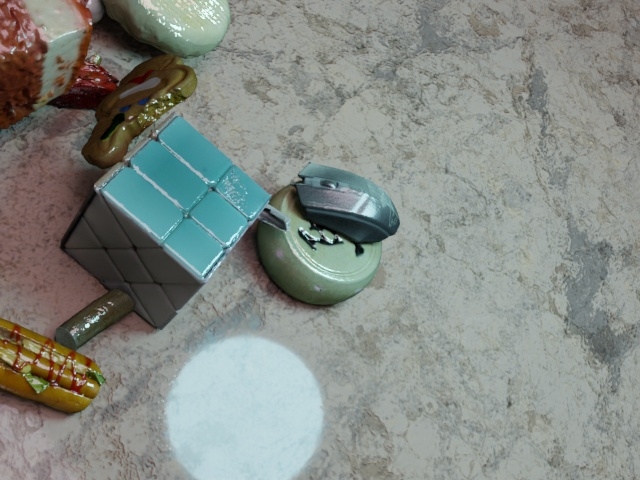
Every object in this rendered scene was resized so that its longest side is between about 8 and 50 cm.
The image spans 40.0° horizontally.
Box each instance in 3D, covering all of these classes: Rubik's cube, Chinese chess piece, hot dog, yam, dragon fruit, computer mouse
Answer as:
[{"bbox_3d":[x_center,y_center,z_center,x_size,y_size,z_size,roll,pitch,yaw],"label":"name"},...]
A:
[{"bbox_3d":[-0.257,-0.032,1.472,0.231,0.221,0.224,41,50,-6],"label":"Rubik's cube"},{"bbox_3d":[0.000,0.000,1.694,0.250,0.101,0.250,15,57,-25],"label":"Chinese chess piece"},{"bbox_3d":[-0.450,0.181,1.333,0.250,0.076,0.104,31,53,-17],"label":"hot dog"},{"bbox_3d":[-0.366,0.127,1.429,0.054,0.054,0.132,50,51,1],"label":"yam"},{"bbox_3d":[-0.433,-0.301,1.607,0.162,0.083,0.106,1,62,-29],"label":"dragon fruit"},{"bbox_3d":[0.054,-0.078,1.659,0.231,0.071,0.126,24,52,-17],"label":"computer mouse"}]

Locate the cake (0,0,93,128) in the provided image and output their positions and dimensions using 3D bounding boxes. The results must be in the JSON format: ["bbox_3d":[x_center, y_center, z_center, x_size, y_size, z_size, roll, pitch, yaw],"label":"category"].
[{"bbox_3d":[-0.558,-0.332,1.401,0.320,0.270,0.269,-26,82,-27],"label":"cake"}]

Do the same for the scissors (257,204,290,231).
[{"bbox_3d":[-0.128,-0.066,1.627,0.204,0.027,0.101,29,43,34],"label":"scissors"}]

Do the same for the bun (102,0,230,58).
[{"bbox_3d":[-0.313,-0.476,1.728,0.287,0.146,0.287,24,53,-36],"label":"bun"}]

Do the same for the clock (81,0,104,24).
[{"bbox_3d":[-0.499,-0.473,1.653,0.166,0.093,0.162,-20,79,-38],"label":"clock"}]

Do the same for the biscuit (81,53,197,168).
[{"bbox_3d":[-0.315,-0.233,1.515,0.047,0.183,0.319,60,42,-33],"label":"biscuit"}]
